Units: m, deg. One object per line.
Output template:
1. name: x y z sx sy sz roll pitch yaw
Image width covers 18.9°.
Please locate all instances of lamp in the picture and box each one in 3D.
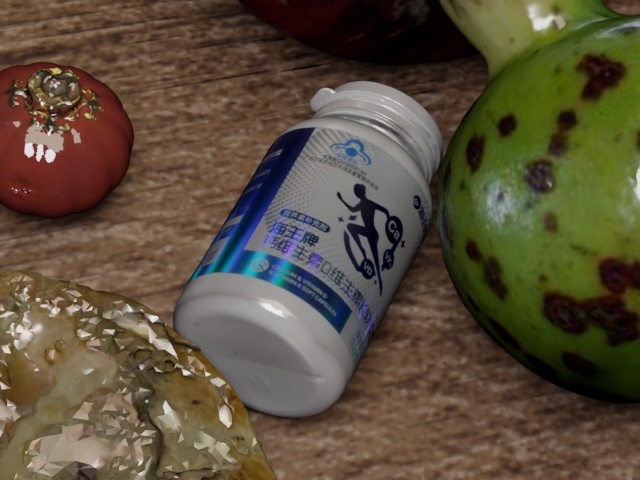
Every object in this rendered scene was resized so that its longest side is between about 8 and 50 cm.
1. lamp: -0.159 -0.060 1.122 0.101 0.090 0.101 8 53 -11

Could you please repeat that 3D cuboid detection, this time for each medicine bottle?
1. medicine bottle: 0.000 0.000 1.108 0.107 0.107 0.191 26 55 5

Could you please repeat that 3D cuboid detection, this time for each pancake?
1. pancake: -0.211 0.168 0.970 0.382 0.071 0.382 5 58 -9

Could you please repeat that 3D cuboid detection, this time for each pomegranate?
1. pomegranate: 0.162 -0.057 1.066 0.242 0.306 0.242 -20 25 10

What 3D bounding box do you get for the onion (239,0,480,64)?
1. onion: 0.041 -0.278 1.236 0.348 0.285 0.347 -3 98 -26
